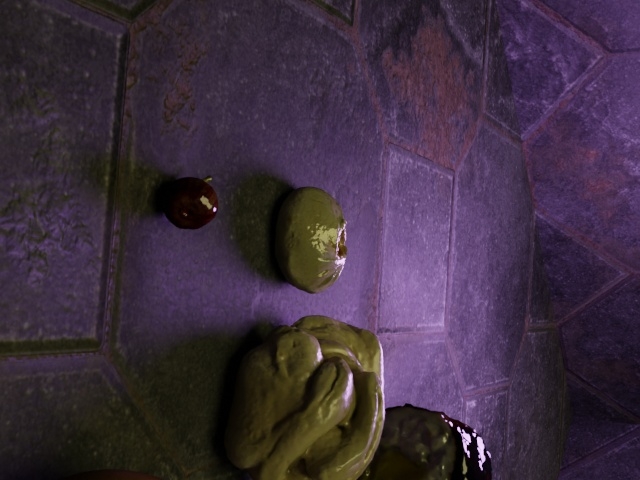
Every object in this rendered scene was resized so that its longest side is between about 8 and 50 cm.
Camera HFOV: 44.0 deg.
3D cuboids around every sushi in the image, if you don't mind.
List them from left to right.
[{"bbox_3d":[0.254,0.550,1.909,0.281,0.299,0.294,-64,148,-9],"label":"sushi"}]

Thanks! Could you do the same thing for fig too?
[{"bbox_3d":[-0.209,-0.074,1.295,0.125,0.089,0.088,-90,166,-61],"label":"fig"}]

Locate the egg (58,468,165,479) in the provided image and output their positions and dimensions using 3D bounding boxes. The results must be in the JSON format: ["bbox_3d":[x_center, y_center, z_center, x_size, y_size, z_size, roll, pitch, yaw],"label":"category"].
[{"bbox_3d":[-0.262,0.442,1.014,0.351,0.283,0.282,47,53,-47],"label":"egg"}]

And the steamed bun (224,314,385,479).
[{"bbox_3d":[-0.001,0.306,1.495,0.372,0.230,0.324,-10,84,-56],"label":"steamed bun"}]

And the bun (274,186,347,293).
[{"bbox_3d":[0.000,0.000,1.596,0.222,0.128,0.222,3,87,-59],"label":"bun"}]

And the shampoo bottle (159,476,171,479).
[{"bbox_3d":[-0.246,0.469,1.255,0.074,0.074,0.192,-34,120,-55],"label":"shampoo bottle"}]
